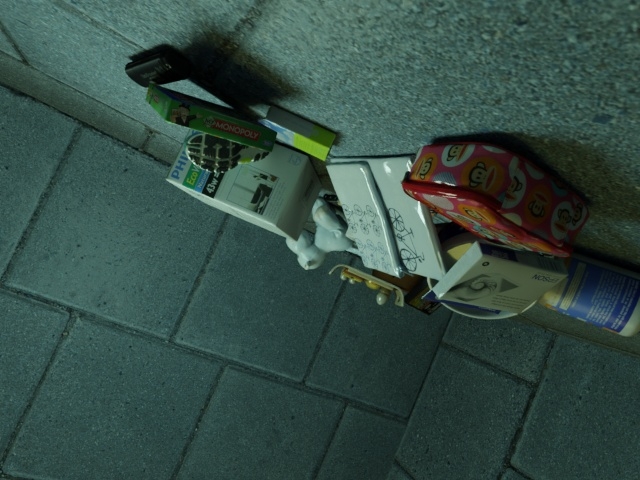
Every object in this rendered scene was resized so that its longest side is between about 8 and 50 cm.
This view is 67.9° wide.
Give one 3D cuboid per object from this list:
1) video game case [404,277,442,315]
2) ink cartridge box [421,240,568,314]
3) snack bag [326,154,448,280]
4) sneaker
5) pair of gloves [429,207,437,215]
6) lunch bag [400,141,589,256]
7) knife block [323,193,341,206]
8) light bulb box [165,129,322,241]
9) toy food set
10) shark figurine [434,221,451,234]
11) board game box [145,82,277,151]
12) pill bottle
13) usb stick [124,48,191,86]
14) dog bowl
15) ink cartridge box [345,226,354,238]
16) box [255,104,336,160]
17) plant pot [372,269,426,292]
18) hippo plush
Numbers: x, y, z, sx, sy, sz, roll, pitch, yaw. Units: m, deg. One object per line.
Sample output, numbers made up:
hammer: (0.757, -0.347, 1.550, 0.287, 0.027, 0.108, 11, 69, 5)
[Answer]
video game case: (0.484, 0.180, 1.902, 0.248, 0.275, 0.035, 30, -159, -51)
ink cartridge box: (0.372, 0.103, 1.036, 0.224, 0.045, 0.224, 12, 138, -17)
snack bag: (0.157, -0.049, 1.147, 0.343, 0.037, 0.322, 15, 130, 59)
sneaker: (-0.242, -0.243, 1.213, 0.110, 0.106, 0.275, 32, -152, 25)
pair of gloves: (0.287, -0.091, 1.344, 0.074, 0.010, 0.083, 20, 173, 41)
lunch bag: (0.301, -0.078, 0.870, 0.293, 0.120, 0.258, 24, 180, -28)
knife block: (0.107, -0.126, 1.350, 0.242, 0.088, 0.276, 22, 175, 15)
light bulb box: (-0.218, -0.181, 1.494, 0.361, 0.225, 0.358, 24, 176, 9)
toy food set: (0.178, 0.181, 1.880, 0.306, 0.092, 0.220, 23, 177, 4)
shark figurine: (0.407, 0.008, 1.245, 0.278, 0.116, 0.166, 39, 128, -19)
board game box: (-0.246, -0.270, 1.023, 0.214, 0.046, 0.317, 12, -164, -31)
pill bottle: (0.667, 0.129, 1.101, 0.272, 0.152, 0.152, 22, 175, 23)
usb stick: (-0.375, -0.388, 1.082, 0.077, 0.045, 0.278, 36, 169, -37)
dog bowl: (0.397, 0.065, 1.144, 0.265, 0.104, 0.264, 11, 134, 12)
ink cartridge box: (0.263, -0.009, 1.702, 0.283, 0.117, 0.207, 18, 173, 46)
box: (-0.057, -0.248, 1.090, 0.178, 0.042, 0.109, 25, 174, -2)
plant pot: (0.342, 0.095, 1.947, 0.291, 0.203, 0.291, 23, 174, 2)
hippo plush: (0.000, 0.000, 1.901, 0.294, 0.237, 0.234, 50, -171, -10)
